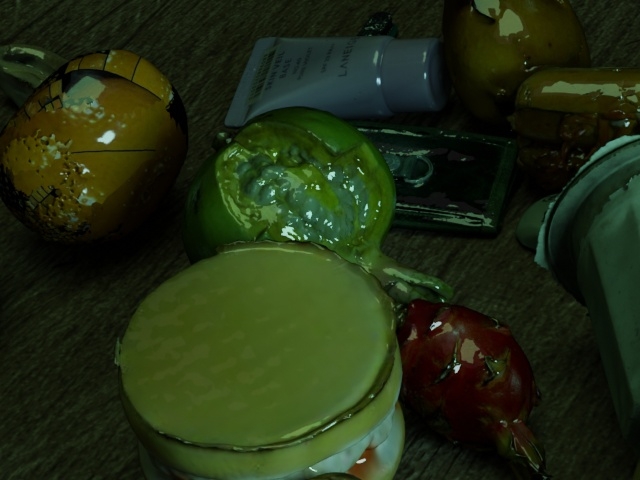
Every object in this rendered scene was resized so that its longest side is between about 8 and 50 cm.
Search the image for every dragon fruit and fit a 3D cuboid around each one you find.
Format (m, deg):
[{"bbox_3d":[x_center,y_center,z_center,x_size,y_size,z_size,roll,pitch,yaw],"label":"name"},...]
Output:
[{"bbox_3d":[0.152,0.154,1.684,0.125,0.125,0.246,-13,47,-29],"label":"dragon fruit"}]

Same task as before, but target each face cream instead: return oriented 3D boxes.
[{"bbox_3d":[0.022,-0.201,2.239,0.274,0.096,0.154,-1,54,25],"label":"face cream"}]

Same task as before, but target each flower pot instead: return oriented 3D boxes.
[{"bbox_3d":[0.351,0.073,1.652,0.290,0.290,0.259,-5,48,5],"label":"flower pot"}]

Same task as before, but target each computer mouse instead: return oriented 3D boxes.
[{"bbox_3d":[0.283,-0.008,1.935,0.089,0.056,0.181,-32,42,-23],"label":"computer mouse"}]

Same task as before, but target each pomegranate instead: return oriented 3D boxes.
[{"bbox_3d":[0.000,0.000,1.870,0.302,0.236,0.236,40,50,9],"label":"pomegranate"}]

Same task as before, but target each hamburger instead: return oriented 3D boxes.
[{"bbox_3d":[-0.059,0.141,1.676,0.261,0.186,0.303,-23,47,-17],"label":"hamburger"}]

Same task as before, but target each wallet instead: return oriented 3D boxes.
[{"bbox_3d":[0.104,-0.072,2.068,0.236,0.055,0.160,5,43,17],"label":"wallet"}]

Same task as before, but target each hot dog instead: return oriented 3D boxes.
[{"bbox_3d":[0.377,-0.110,1.983,0.349,0.158,0.117,3,54,9],"label":"hot dog"}]

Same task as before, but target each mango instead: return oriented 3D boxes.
[{"bbox_3d":[0.236,-0.244,2.174,0.201,0.153,0.287,24,39,-12],"label":"mango"}]

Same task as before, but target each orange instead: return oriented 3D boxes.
[{"bbox_3d":[-0.253,-0.104,2.034,0.182,0.234,0.234,39,54,23],"label":"orange"}]

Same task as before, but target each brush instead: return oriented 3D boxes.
[{"bbox_3d":[0.055,-0.243,2.337,0.043,0.032,0.193,7,37,20],"label":"brush"}]

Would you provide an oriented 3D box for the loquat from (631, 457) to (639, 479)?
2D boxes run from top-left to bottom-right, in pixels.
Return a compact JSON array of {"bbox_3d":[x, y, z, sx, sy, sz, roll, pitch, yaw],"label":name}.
[{"bbox_3d":[0.366,0.226,1.429,0.244,0.244,0.244,-6,35,4],"label":"loquat"}]

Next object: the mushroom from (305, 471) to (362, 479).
[{"bbox_3d":[0.098,0.327,1.415,0.154,0.137,0.407,1,24,-30],"label":"mushroom"}]

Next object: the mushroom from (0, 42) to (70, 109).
[{"bbox_3d":[-0.338,-0.194,2.312,0.210,0.072,0.094,28,50,36],"label":"mushroom"}]
